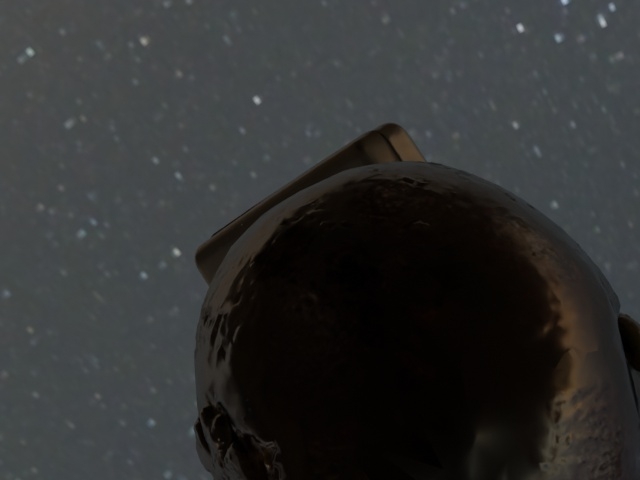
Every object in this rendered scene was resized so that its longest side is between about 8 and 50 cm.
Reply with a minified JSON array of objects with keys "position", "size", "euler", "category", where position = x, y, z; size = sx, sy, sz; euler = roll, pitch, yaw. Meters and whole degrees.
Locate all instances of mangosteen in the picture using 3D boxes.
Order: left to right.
[{"position":[0.072,0.099,0.994],"size":[0.293,0.297,0.297],"euler":[-8,-128,-3],"category":"mangosteen"}]

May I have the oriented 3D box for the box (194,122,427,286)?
[{"position":[0.000,0.000,1.314],"size":[0.055,0.103,0.244],"euler":[-35,-177,-41],"category":"box"}]
